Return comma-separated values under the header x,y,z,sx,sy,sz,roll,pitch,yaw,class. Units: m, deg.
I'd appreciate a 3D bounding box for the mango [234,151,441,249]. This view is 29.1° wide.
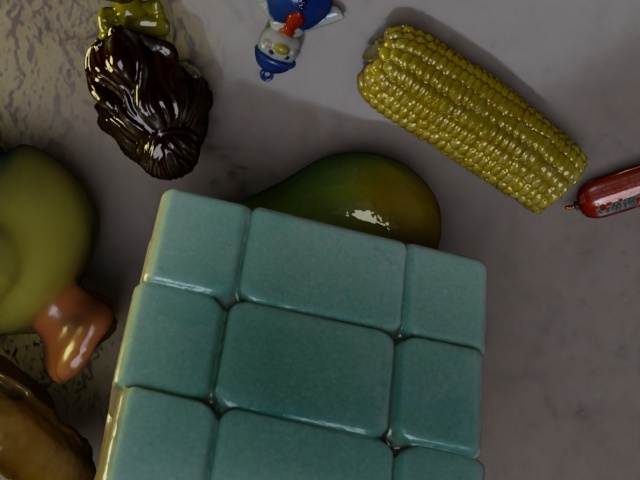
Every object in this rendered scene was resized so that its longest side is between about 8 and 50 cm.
x,y,z,sx,sy,sz,roll,pitch,yaw,class
0.000,0.000,1.254,0.251,0.114,0.156,-19,119,11,mango

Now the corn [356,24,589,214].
x,y,z,sx,sy,sz,roll,pitch,yaw,class
0.150,-0.119,1.207,0.244,0.093,0.093,31,111,-10,corn

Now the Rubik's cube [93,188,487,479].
x,y,z,sx,sy,sz,roll,pitch,yaw,class
-0.044,0.189,1.153,0.321,0.316,0.319,12,145,-9,Rubik's cube

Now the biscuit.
x,y,z,sx,sy,sz,roll,pitch,yaw,class
-0.352,0.167,1.278,0.296,0.296,0.102,43,74,-12,biscuit

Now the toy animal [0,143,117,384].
x,y,z,sx,sy,sz,roll,pitch,yaw,class
-0.335,-0.014,1.244,0.338,0.216,0.191,40,83,-7,toy animal

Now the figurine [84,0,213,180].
x,y,z,sx,sy,sz,roll,pitch,yaw,class
-0.184,-0.218,1.183,0.187,0.168,0.315,-28,124,-26,figurine

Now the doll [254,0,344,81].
x,y,z,sx,sy,sz,roll,pitch,yaw,class
-0.029,-0.218,1.204,0.098,0.058,0.143,17,118,-18,doll

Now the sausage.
x,y,z,sx,sy,sz,roll,pitch,yaw,class
0.317,-0.054,1.241,0.145,0.050,0.048,-18,104,13,sausage
